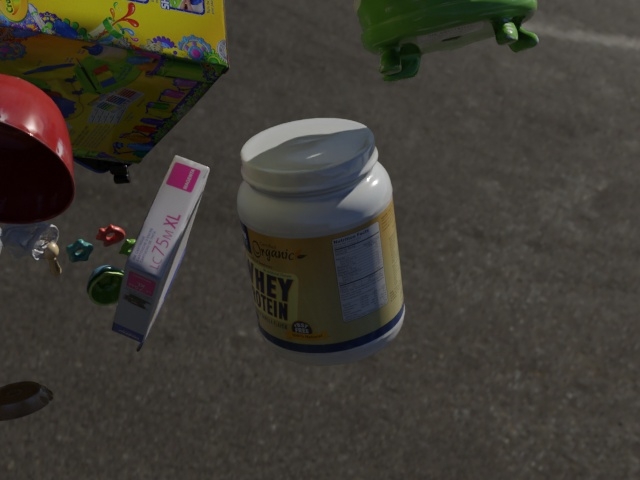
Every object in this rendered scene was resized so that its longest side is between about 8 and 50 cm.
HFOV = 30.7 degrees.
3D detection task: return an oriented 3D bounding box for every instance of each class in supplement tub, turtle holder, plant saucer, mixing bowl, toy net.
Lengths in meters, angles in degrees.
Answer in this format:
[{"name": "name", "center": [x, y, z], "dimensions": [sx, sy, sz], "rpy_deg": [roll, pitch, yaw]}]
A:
[{"name": "supplement tub", "center": [0.000, 0.000, 1.720], "dimensions": [0.228, 0.316, 0.228], "rpy_deg": [-7, 27, 3]}, {"name": "turtle holder", "center": [0.174, -0.351, 1.567], "dimensions": [0.243, 0.227, 0.320], "rpy_deg": [-12, 2, 37]}, {"name": "plant saucer", "center": [-0.343, 0.177, 1.310], "dimensions": [0.083, 0.015, 0.083], "rpy_deg": [-8, 17, 2]}, {"name": "mixing bowl", "center": [-0.333, -0.107, 1.211], "dimensions": [0.181, 0.181, 0.098], "rpy_deg": [13, 55, -6]}, {"name": "toy net", "center": [-0.376, 0.019, 1.784], "dimensions": [0.232, 0.122, 0.045], "rpy_deg": [26, 24, -43]}]

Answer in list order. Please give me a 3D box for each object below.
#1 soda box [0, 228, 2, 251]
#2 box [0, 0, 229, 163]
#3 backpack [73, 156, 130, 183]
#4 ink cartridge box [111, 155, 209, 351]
[{"name": "soda box", "center": [-0.638, 0.008, 1.776], "dimensions": [0.286, 0.098, 0.091], "rpy_deg": [-4, 54, 11]}, {"name": "box", "center": [-0.299, -0.238, 1.394], "dimensions": [0.279, 0.290, 0.177], "rpy_deg": [6, 68, -30]}, {"name": "backpack", "center": [-0.337, -0.267, 1.731], "dimensions": [0.276, 0.263, 0.213], "rpy_deg": [37, 7, -25]}, {"name": "ink cartridge box", "center": [-0.239, 0.028, 1.700], "dimensions": [0.065, 0.311, 0.185], "rpy_deg": [21, 63, -2]}]
